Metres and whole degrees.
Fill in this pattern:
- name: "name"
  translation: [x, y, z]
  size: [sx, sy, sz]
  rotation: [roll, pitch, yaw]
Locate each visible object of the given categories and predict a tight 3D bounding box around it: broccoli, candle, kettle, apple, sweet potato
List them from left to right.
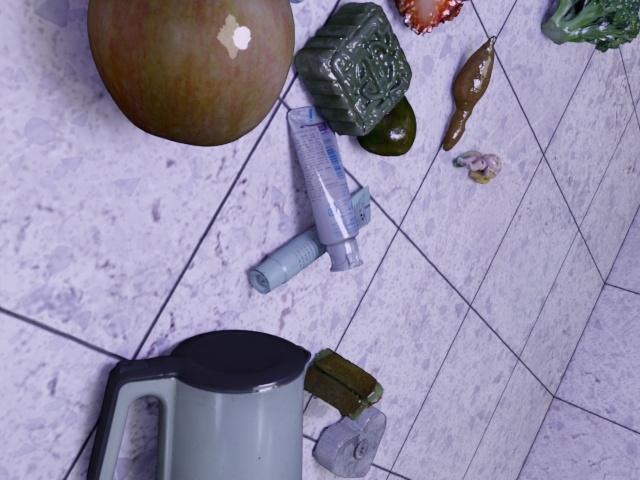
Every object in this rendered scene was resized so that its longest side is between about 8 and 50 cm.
- name: "apple"
  translation: [-0.162, -0.241, 0.891]
  size: [0.257, 0.257, 0.234]
  rotation: [-18, 133, -45]
- name: "kettle"
  translation: [-0.195, 0.359, 1.165]
  size: [0.361, 0.250, 0.377]
  rotation: [-1, 106, -20]
- name: "candle"
  translation: [0.072, 0.473, 1.634]
  size: [0.192, 0.068, 0.168]
  rotation: [-33, 130, -33]
- name: "sweet potato"
  translation: [0.329, -0.329, 1.590]
  size: [0.074, 0.074, 0.269]
  rotation: [-3, 119, -50]
- name: "broccoli"
  translation: [0.691, -0.592, 1.811]
  size: [0.241, 0.261, 0.269]
  rotation: [-37, 176, -5]

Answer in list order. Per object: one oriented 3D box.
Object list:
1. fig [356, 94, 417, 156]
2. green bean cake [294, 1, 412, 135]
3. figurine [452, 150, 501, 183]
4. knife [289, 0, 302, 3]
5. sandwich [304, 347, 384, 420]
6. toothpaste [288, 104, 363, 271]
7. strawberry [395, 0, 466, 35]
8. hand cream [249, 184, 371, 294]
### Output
- name: "fig"
  translation: [0.131, -0.247, 1.375]
  size: [0.117, 0.117, 0.177]
  rotation: [29, 61, -52]
- name: "green bean cake"
  translation: [0.067, -0.298, 1.248]
  size: [0.183, 0.094, 0.185]
  rotation: [-51, 130, -22]
- name: "figurine"
  translation: [0.382, -0.178, 1.724]
  size: [0.187, 0.083, 0.083]
  rotation: [-6, 110, -56]
- name: "knife"
  translation: [-0.019, -0.463, 1.149]
  size: [0.044, 0.023, 0.162]
  rotation: [21, 89, -48]
- name: "sandwich"
  translation: [0.054, 0.312, 1.451]
  size: [0.109, 0.184, 0.160]
  rotation: [-50, 135, -12]
- name: "toothpaste"
  translation: [0.013, -0.094, 1.281]
  size: [0.114, 0.073, 0.299]
  rotation: [-20, 99, -44]
- name: "strawberry"
  translation: [0.205, -0.555, 1.321]
  size: [0.233, 0.138, 0.306]
  rotation: [11, 123, -33]
- name: "hand cream"
  translation: [0.000, 0.000, 1.345]
  size: [0.331, 0.058, 0.085]
  rotation: [-34, 128, -37]
